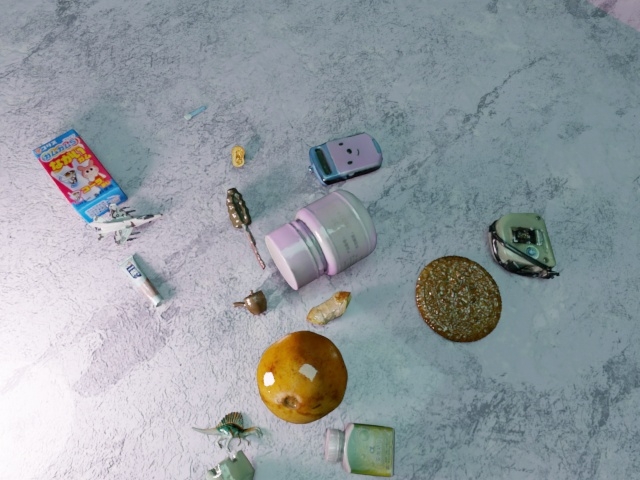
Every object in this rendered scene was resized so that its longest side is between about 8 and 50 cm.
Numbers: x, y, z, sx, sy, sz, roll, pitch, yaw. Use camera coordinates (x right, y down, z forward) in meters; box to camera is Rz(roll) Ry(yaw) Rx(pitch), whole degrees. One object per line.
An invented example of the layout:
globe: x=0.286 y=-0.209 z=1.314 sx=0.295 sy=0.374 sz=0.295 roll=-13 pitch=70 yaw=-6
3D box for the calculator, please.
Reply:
calculator: x=0.090 y=-0.308 z=1.629 sx=0.293 sy=0.051 sz=0.173 roll=-18 pitch=72 yaw=-12

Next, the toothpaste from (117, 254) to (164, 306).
toothpaste: x=-0.577 y=0.131 z=1.405 sx=0.056 sy=0.036 sz=0.205 roll=-39 pitch=72 yaw=-19

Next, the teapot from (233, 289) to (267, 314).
teapot: x=-0.224 y=0.201 z=1.403 sx=0.110 sy=0.085 sz=0.080 roll=-22 pitch=94 yaw=16

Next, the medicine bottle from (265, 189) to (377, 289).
medicine bottle: x=0.000 y=0.000 z=1.393 sx=0.302 sy=0.241 sz=0.241 roll=-30 pitch=73 yaw=-15

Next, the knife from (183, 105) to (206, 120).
knife: x=-0.480 y=-0.490 z=1.675 sx=0.096 sy=0.010 sz=0.027 roll=-37 pitch=75 yaw=-20

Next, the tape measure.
tape measure: x=0.697 y=0.021 z=1.515 sx=0.207 sy=0.115 sz=0.235 roll=-1 pitch=68 yaw=-8

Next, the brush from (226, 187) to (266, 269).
brush: x=-0.253 y=-0.037 z=1.479 sx=0.071 sy=0.084 sz=0.301 roll=-22 pitch=77 yaw=-14

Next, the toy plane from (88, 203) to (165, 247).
toy plane: x=-0.644 y=-0.056 z=1.453 sx=0.234 sy=0.082 sz=0.160 roll=-10 pitch=72 yaw=-29

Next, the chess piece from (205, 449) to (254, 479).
chess piece: x=-0.181 y=0.716 z=1.133 sx=0.194 sy=0.195 sz=0.299 roll=-31 pitch=65 yaw=-16

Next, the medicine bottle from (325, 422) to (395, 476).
medicine bottle: x=0.112 y=0.595 z=1.246 sx=0.188 sy=0.088 sz=0.132 roll=7 pitch=68 yaw=-3

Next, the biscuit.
biscuit: x=0.468 y=0.190 z=1.466 sx=0.305 sy=0.038 sz=0.305 roll=2 pitch=68 yaw=-4

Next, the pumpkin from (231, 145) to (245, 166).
pumpkin: x=-0.303 y=-0.305 z=1.605 sx=0.050 sy=0.028 sz=0.083 roll=2 pitch=77 yaw=-2

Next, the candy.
candy: x=-0.821 y=-0.223 z=1.491 sx=0.157 sy=0.100 sz=0.306 roll=-37 pitch=75 yaw=-17

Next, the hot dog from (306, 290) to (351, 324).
hot dog: x=0.035 y=0.223 z=1.403 sx=0.169 sy=0.061 sz=0.078 roll=-30 pitch=40 yaw=5

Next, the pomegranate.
pomegranate: x=-0.051 y=0.385 z=1.238 sx=0.264 sy=0.264 sz=0.264 roll=2 pitch=68 yaw=-4

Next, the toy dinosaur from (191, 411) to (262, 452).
toy dinosaur: x=-0.267 y=0.546 z=1.263 sx=0.187 sy=0.044 sz=0.106 roll=23 pitch=54 yaw=18
